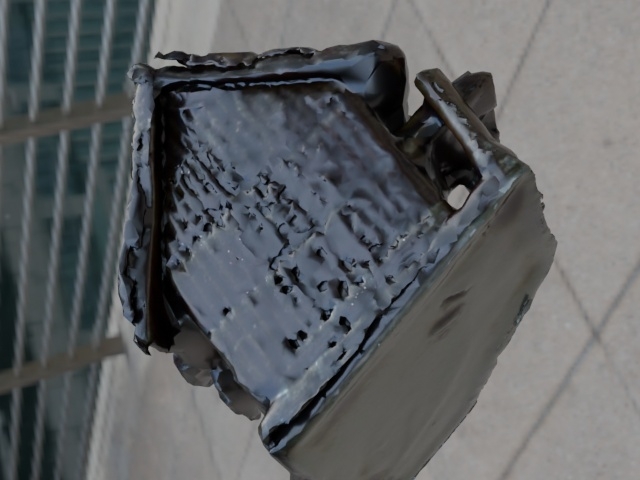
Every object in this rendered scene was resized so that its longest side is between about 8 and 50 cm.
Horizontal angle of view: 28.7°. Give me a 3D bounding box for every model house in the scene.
[{"bbox_3d":[0.000,0.000,0.930,0.282,0.297,0.317,45,177,27],"label":"model house"}]
